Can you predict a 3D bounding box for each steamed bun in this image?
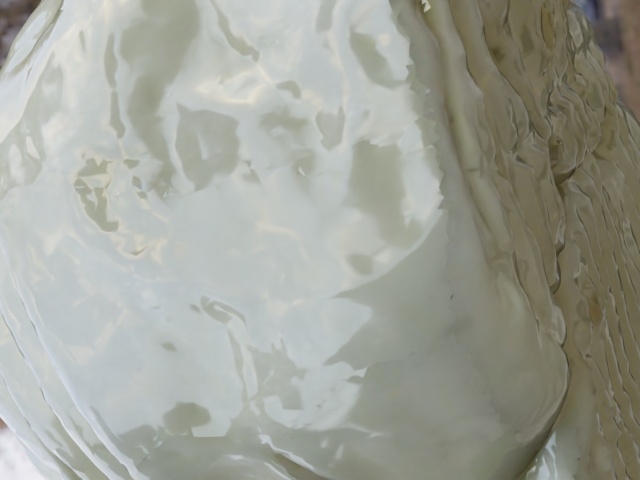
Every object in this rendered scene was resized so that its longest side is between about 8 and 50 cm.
[{"bbox_3d":[0.001,0.003,0.646,0.289,0.203,0.276,9,-109,-70],"label":"steamed bun"}]
